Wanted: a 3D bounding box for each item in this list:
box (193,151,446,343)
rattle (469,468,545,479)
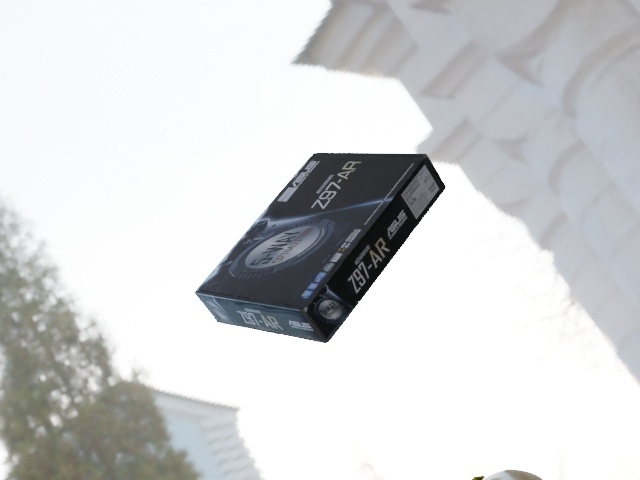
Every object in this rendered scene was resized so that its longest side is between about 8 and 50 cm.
[{"bbox_3d":[0.000,0.000,0.464,0.083,0.067,0.018,-51,-56,-26],"label":"box"},{"bbox_3d":[0.167,0.227,0.752,0.142,0.199,0.130,30,-97,-21],"label":"rattle"}]
